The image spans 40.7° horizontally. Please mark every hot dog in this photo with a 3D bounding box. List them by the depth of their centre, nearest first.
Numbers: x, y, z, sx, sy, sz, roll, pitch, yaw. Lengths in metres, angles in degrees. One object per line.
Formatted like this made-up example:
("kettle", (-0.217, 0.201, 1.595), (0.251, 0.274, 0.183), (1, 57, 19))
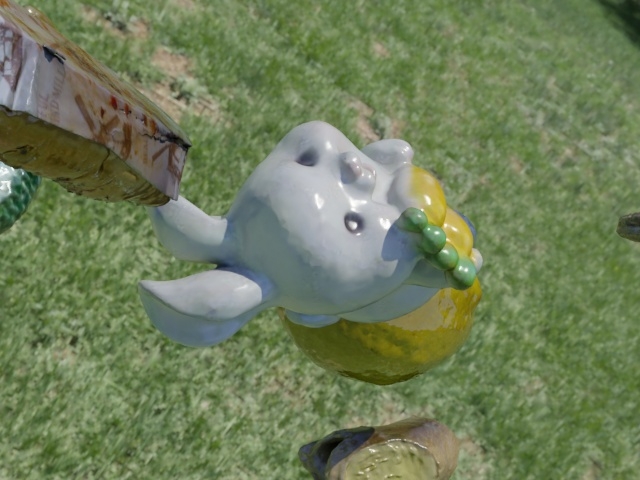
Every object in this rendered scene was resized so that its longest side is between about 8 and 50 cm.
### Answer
("hot dog", (-0.157, -0.081, 0.512), (0.131, 0.069, 0.253), (46, 6, 23))

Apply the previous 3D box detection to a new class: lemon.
("lemon", (0.086, 0.078, 1.254), (0.316, 0.285, 0.285), (40, 23, -17))

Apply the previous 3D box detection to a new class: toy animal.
("toy animal", (0.004, -0.005, 0.784), (0.310, 0.247, 0.182), (-3, 72, -63))

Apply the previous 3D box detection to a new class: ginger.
("ginger", (0.098, 0.361, 1.420), (0.276, 0.130, 0.221), (2, 4, -11))

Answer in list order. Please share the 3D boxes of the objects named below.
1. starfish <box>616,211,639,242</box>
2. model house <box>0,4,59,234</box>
("starfish", (0.375, 0.008, 0.669), (0.095, 0.327, 0.374), (-6, 73, -18))
("model house", (-0.338, -0.152, 0.703), (0.253, 0.291, 0.184), (23, 57, -11))
